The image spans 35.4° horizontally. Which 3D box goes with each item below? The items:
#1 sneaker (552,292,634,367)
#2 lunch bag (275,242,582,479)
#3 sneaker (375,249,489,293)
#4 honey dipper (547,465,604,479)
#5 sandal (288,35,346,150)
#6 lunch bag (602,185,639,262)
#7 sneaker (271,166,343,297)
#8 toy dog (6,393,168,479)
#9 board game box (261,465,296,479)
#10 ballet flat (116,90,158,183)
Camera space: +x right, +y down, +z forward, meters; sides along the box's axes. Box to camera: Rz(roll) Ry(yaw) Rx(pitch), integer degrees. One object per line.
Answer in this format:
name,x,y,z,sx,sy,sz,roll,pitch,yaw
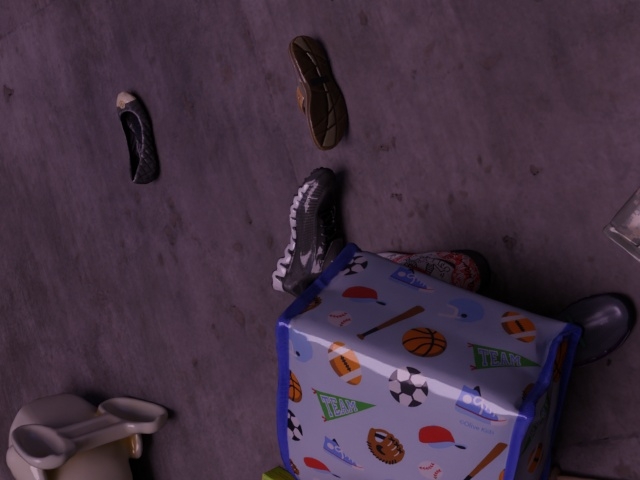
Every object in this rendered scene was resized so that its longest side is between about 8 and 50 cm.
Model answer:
sneaker,0.306,0.143,1.318,0.224,0.098,0.083,-37,76,38
lunch bag,0.126,0.239,1.280,0.328,0.239,0.385,20,128,25
sneaker,0.094,0.067,1.443,0.270,0.145,0.090,-9,93,40
honey dipper,0.362,0.328,1.357,0.161,0.030,0.030,1,99,36
sandal,-0.011,-0.222,1.524,0.049,0.072,0.180,-25,81,55
lunch bag,0.501,-0.010,1.091,0.287,0.169,0.235,44,120,15
sneaker,0.000,0.000,1.555,0.106,0.078,0.234,33,122,26
toy dog,-0.478,0.523,1.916,0.396,0.285,0.407,7,105,38
board game box,-0.024,0.464,1.685,0.181,0.043,0.092,22,113,34
ballet flat,-0.333,-0.186,1.799,0.057,0.049,0.173,-18,88,39
